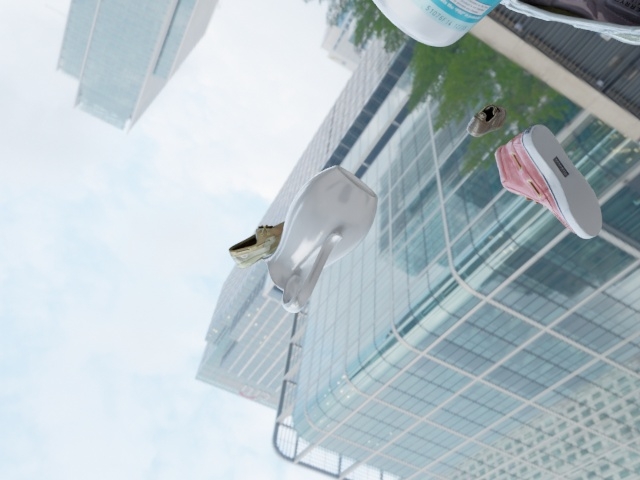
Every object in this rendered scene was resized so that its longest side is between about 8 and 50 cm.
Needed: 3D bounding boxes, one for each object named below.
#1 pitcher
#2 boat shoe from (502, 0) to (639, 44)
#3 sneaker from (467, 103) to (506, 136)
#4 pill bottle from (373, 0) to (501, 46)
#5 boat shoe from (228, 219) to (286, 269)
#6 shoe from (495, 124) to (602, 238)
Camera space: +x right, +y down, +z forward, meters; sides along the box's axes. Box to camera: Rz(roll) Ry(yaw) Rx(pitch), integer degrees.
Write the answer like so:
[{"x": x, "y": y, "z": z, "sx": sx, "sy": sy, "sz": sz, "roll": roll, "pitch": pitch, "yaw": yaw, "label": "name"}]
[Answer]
[{"x": 0.000, "y": 0.000, "z": 0.797, "sx": 0.125, "sy": 0.207, "sz": 0.178, "roll": 31, "pitch": -164, "yaw": -23, "label": "pitcher"}, {"x": 0.319, "y": -0.354, "z": 0.694, "sx": 0.320, "sy": 0.118, "sz": 0.103, "roll": 35, "pitch": -147, "yaw": 16, "label": "boat shoe"}, {"x": 0.484, "y": -0.350, "z": 1.458, "sx": 0.066, "sy": 0.071, "sz": 0.188, "roll": 41, "pitch": -129, "yaw": 15, "label": "sneaker"}, {"x": 0.159, "y": -0.305, "z": 0.439, "sx": 0.146, "sy": 0.264, "sz": 0.146, "roll": 19, "pitch": -124, "yaw": -30, "label": "pill bottle"}, {"x": -0.098, "y": -0.002, "z": 0.892, "sx": 0.045, "sy": 0.135, "sz": 0.050, "roll": 54, "pitch": -174, "yaw": -27, "label": "boat shoe"}, {"x": 0.327, "y": -0.076, "z": 0.752, "sx": 0.063, "sy": 0.081, "sz": 0.178, "roll": -33, "pitch": -89, "yaw": -27, "label": "shoe"}]
